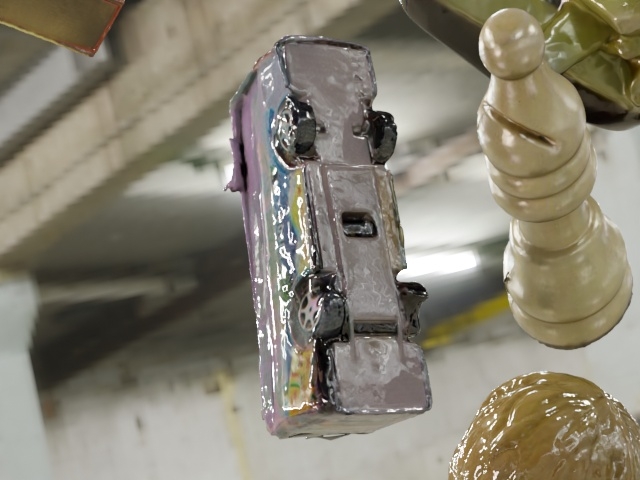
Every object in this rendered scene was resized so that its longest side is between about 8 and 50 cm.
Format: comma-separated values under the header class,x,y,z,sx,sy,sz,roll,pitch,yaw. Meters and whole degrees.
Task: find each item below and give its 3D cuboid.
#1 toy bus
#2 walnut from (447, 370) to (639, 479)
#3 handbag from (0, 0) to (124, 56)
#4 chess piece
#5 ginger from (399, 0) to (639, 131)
class,x,y,z,sx,sy,sz,roll,pitch,yaw
toy bus,0.000,0.000,1.507,0.112,0.317,0.138,5,-22,-33
walnut,0.244,0.249,1.972,0.228,0.228,0.228,-13,-14,-3
handbag,-0.214,-0.193,1.110,0.190,0.127,0.063,20,-54,-26
chess piece,0.187,-0.066,1.571,0.124,0.307,0.139,17,51,37
ginger,0.300,-0.311,1.894,0.413,0.358,0.211,13,-31,-23
